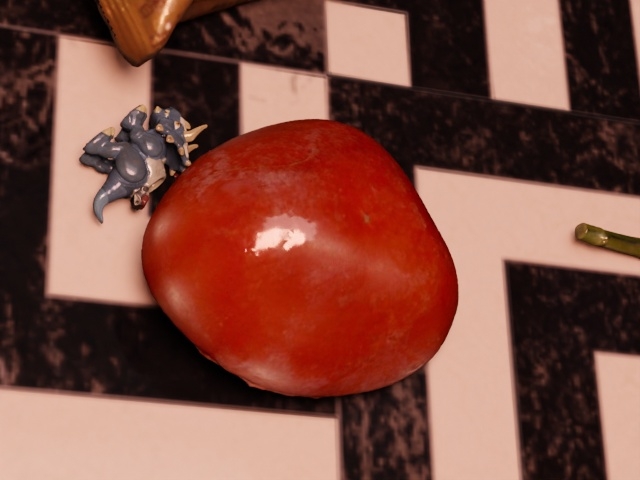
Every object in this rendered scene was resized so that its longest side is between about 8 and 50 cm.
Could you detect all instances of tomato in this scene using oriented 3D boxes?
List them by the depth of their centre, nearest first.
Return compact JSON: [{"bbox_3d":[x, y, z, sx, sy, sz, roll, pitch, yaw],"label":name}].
[{"bbox_3d":[-0.001,0.008,0.916,0.174,0.082,0.166,-27,85,-37],"label":"tomato"}]

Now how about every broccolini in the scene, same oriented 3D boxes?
[{"bbox_3d":[0.251,-0.002,1.054,0.194,0.054,0.052,-9,88,-22],"label":"broccolini"}]

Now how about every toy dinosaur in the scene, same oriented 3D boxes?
[{"bbox_3d":[-0.102,-0.045,0.944,0.083,0.030,0.047,-38,81,-30],"label":"toy dinosaur"}]

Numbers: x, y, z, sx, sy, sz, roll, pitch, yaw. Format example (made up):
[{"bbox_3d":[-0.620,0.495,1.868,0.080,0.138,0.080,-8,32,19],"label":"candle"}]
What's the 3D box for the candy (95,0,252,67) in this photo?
[{"bbox_3d":[-0.033,-0.203,1.011,0.271,0.101,0.143,-24,82,-34],"label":"candy"}]
